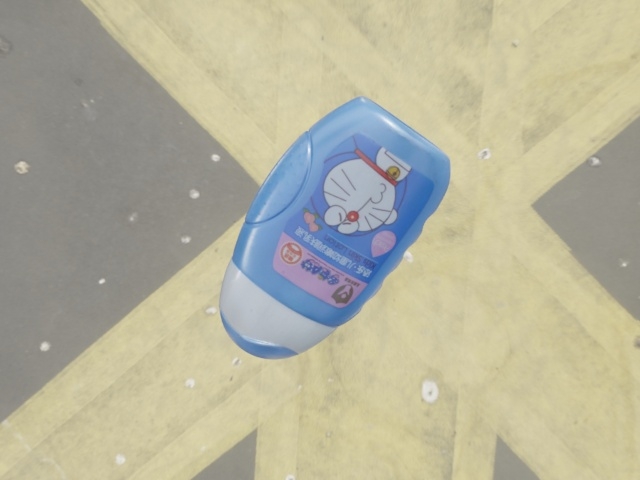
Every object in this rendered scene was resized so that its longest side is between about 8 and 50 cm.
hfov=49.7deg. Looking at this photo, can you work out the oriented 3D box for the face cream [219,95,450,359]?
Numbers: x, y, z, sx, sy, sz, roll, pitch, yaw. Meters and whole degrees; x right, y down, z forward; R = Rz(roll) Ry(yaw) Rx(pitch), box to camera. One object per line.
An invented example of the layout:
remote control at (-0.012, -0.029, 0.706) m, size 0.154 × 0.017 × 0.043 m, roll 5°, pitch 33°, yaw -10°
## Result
face cream at (0.000, 0.000, 0.645) m, size 0.149 × 0.083 × 0.264 m, roll 33°, pitch 104°, yaw -11°
